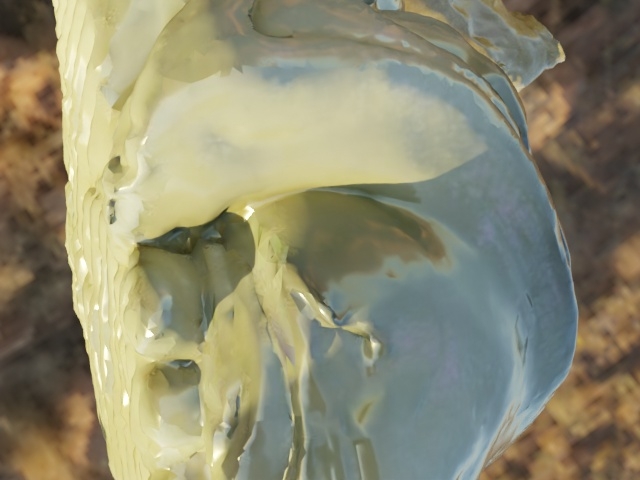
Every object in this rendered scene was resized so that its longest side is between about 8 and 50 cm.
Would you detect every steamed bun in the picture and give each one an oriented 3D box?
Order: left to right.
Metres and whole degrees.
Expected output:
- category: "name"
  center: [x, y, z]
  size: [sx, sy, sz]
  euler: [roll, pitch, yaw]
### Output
- category: "steamed bun"
  center: [0.000, 0.000, 0.949]
  size: [0.247, 0.352, 0.339]
  euler: [-8, 109, -11]

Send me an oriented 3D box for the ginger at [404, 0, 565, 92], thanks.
- category: "ginger"
  center: [-0.023, -0.215, 1.365]
  size: [0.363, 0.348, 0.122]
  euler: [-24, -167, 9]
